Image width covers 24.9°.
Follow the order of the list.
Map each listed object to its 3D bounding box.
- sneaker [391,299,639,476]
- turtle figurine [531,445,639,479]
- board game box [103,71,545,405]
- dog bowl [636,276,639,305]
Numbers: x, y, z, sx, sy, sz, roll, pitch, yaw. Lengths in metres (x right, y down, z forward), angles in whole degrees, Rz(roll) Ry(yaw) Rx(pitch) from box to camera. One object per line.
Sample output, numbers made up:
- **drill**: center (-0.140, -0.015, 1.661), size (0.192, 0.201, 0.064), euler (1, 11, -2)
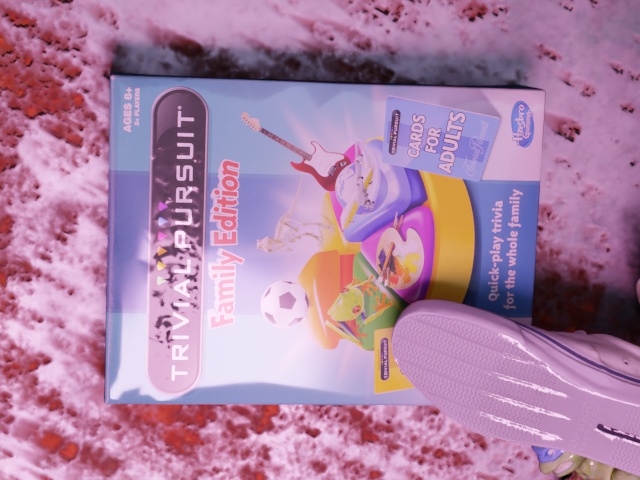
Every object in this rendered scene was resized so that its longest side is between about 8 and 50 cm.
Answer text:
- **sneaker**: center (0.178, 0.107, 1.107), size (0.258, 0.091, 0.094), euler (23, 117, 2)
- **turtle figurine**: center (0.258, 0.277, 1.166), size (0.266, 0.275, 0.198), euler (31, 127, -15)
- **board game box**: center (0.000, 0.000, 1.145), size (0.336, 0.079, 0.254), euler (1, 98, -8)
- **dog bowl**: center (0.359, 0.110, 1.116), size (0.104, 0.265, 0.265), euler (-32, 101, 0)
